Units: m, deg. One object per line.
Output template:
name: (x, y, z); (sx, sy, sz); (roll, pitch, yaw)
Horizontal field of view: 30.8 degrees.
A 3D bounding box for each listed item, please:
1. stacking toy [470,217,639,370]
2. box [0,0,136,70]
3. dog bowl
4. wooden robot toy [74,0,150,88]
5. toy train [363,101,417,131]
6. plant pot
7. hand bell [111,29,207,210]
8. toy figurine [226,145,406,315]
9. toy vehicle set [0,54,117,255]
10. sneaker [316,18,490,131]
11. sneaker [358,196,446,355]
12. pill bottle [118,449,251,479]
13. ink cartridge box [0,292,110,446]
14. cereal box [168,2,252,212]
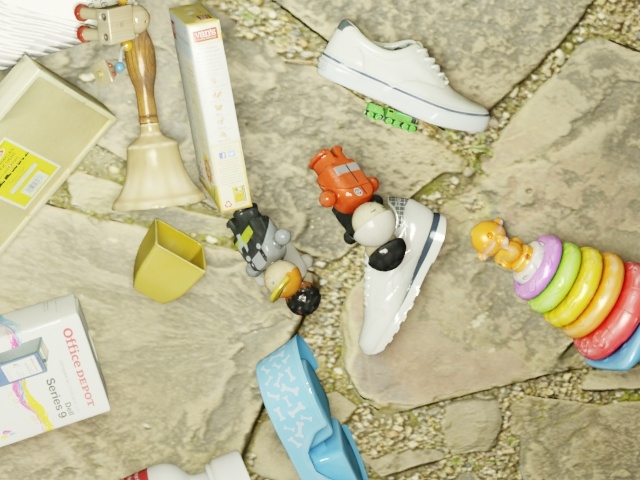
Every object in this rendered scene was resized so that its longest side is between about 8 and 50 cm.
stacking toy: (0.348, 0.056, 1.712); (0.302, 0.166, 0.175); (28, 83, -11)
box: (-0.367, -0.280, 1.423); (0.275, 0.094, 0.113); (-21, 112, -7)
dog bowl: (-0.008, 0.279, 1.674); (0.074, 0.166, 0.297); (-23, 113, 5)
wooden robot toy: (-0.242, -0.272, 1.387); (0.079, 0.076, 0.173); (-24, 121, -46)
toy train: (0.100, -0.173, 1.628); (0.083, 0.017, 0.023); (16, 92, -19)
plant pot: (-0.213, 0.036, 1.579); (0.081, 0.081, 0.083); (31, 108, -22)
hand bell: (-0.223, -0.166, 1.510); (0.126, 0.126, 0.241); (-7, 97, -13)
toy figurine: (0.000, 0.000, 1.541); (0.210, 0.213, 0.148); (-34, 75, -2)
toy vehicle set: (-0.395, -0.092, 1.457); (0.267, 0.035, 0.166); (-48, 151, 4)
sneaker: (0.126, -0.222, 1.576); (0.258, 0.094, 0.091); (19, 106, -19)
sneaker: (0.097, 0.052, 1.674); (0.095, 0.090, 0.235); (22, 97, -8)
pill bottle: (-0.270, 0.453, 1.618); (0.408, 0.229, 0.229); (-23, 112, -7)
ink cartridge box: (-0.407, 0.181, 1.565); (0.213, 0.093, 0.154); (-17, 111, -11)
cereal box: (-0.142, -0.173, 1.478); (0.047, 0.173, 0.240); (-12, 111, -11)
